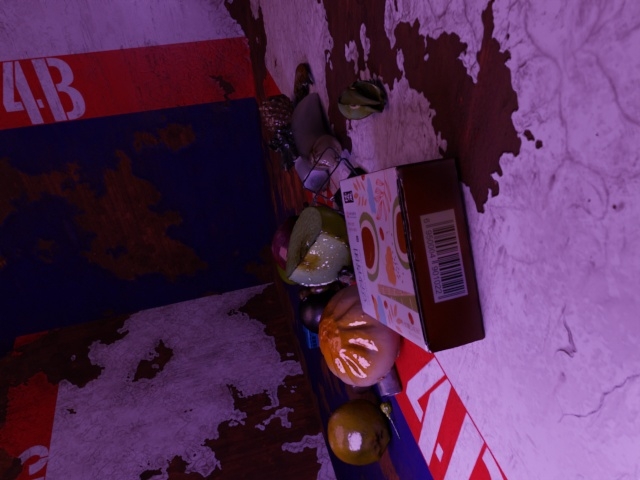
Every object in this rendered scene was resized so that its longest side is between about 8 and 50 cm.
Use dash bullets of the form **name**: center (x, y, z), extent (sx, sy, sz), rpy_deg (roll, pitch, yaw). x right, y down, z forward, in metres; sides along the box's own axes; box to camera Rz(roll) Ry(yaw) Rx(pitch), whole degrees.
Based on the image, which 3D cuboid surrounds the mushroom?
- **mushroom**: center (-0.013, -0.330, 1.580), extent (0.397, 0.126, 0.177), rpy_deg (-110, 23, -48)

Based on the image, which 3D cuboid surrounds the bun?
- **bun**: center (0.087, 0.273, 1.370), extent (0.299, 0.165, 0.298), rpy_deg (-8, 81, 61)

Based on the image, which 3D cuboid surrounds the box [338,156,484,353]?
- **box**: center (0.174, 0.017, 1.031), extent (0.385, 0.122, 0.344), rpy_deg (-165, 64, -77)

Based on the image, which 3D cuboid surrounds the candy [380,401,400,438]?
- **candy**: center (0.231, 0.578, 1.531), extent (0.035, 0.035, 0.122), rpy_deg (82, 164, -72)

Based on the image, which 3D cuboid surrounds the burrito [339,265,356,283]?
- **burrito**: center (0.078, 0.116, 1.713), extent (0.058, 0.063, 0.229), rpy_deg (-66, 16, 3)

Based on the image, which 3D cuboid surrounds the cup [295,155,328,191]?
- **cup**: center (-0.018, -0.250, 1.788), extent (0.099, 0.136, 0.133), rpy_deg (-56, 35, 23)

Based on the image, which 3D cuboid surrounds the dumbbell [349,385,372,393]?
- **dumbbell**: center (0.121, 0.457, 1.776), extent (0.082, 0.092, 0.230), rpy_deg (-59, 36, 29)

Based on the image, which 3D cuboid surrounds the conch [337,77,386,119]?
- **conch**: center (0.097, -0.346, 1.173), extent (0.201, 0.080, 0.094), rpy_deg (8, 97, 59)

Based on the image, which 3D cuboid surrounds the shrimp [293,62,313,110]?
- **shrimp**: center (-0.063, -0.519, 1.775), extent (0.222, 0.054, 0.290), rpy_deg (165, 101, -78)

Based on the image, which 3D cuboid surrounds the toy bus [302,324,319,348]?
- **toy bus**: center (-0.034, 0.449, 2.432), extent (0.090, 0.106, 0.184), rpy_deg (-123, 24, -66)

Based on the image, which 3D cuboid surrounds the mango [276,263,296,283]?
- **mango**: center (-0.156, 0.093, 2.550), extent (0.343, 0.156, 0.192), rpy_deg (98, 149, -48)

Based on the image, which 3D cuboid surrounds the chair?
- **chair**: center (0.083, -0.140, 1.371), extent (0.145, 0.221, 0.140), rpy_deg (-53, 27, 11)

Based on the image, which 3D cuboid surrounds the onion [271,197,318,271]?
- **onion**: center (-0.064, 0.034, 1.876), extent (0.230, 0.256, 0.272), rpy_deg (-92, -24, -58)

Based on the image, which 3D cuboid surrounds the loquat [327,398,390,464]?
- **loquat**: center (0.113, 0.648, 1.636), extent (0.246, 0.214, 0.213), rpy_deg (4, 108, 47)

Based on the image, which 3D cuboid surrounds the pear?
- **pear**: center (0.000, 0.000, 1.658), extent (0.292, 0.160, 0.292), rpy_deg (-44, 37, 47)

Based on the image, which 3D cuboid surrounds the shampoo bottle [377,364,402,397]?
- **shampoo bottle**: center (0.183, 0.359, 1.441), extent (0.072, 0.072, 0.213), rpy_deg (105, 152, -64)

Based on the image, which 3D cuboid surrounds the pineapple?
- **pineapple**: center (-0.159, -0.444, 2.056), extent (0.165, 0.166, 0.364), rpy_deg (133, 124, -75)

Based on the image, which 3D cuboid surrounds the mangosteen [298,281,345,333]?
- **mangosteen**: center (0.012, 0.225, 1.771), extent (0.211, 0.212, 0.249), rpy_deg (-176, 74, -78)

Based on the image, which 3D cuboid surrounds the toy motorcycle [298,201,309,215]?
- **toy motorcycle**: center (-0.050, -0.062, 2.098), extent (0.122, 0.080, 0.215), rpy_deg (-176, 71, -77)
